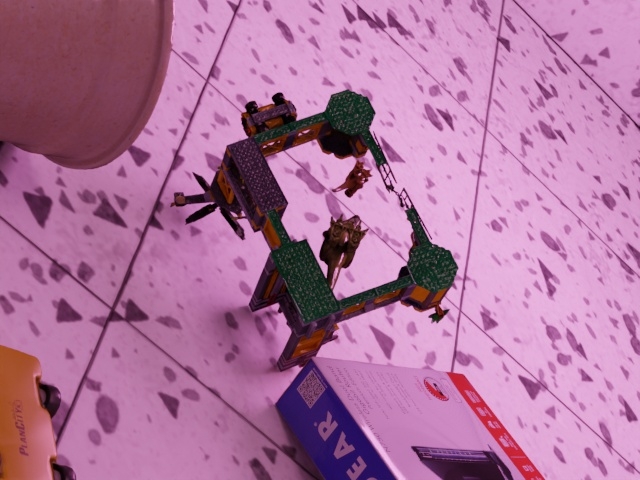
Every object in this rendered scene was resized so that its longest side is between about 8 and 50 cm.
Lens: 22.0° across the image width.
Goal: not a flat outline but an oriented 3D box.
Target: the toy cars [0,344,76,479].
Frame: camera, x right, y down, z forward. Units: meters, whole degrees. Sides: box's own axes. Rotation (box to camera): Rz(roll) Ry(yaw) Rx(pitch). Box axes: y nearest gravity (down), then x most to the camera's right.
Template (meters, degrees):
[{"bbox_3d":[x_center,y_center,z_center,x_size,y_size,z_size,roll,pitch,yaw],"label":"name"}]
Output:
[{"bbox_3d":[-0.365,0.110,1.517,0.394,0.087,0.176,50,25,1],"label":"toy cars"}]

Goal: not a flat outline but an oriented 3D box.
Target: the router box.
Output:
[{"bbox_3d":[0.147,0.291,1.932,0.301,0.082,0.335,11,34,-48],"label":"router box"}]

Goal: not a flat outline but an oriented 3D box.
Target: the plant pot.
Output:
[{"bbox_3d":[-0.370,-0.235,1.673,0.305,0.334,0.334,-4,62,-42],"label":"plant pot"}]

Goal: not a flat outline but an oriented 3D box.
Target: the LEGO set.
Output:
[{"bbox_3d":[0.000,0.000,1.982,0.255,0.192,0.331,-28,75,-22],"label":"LEGO set"}]
